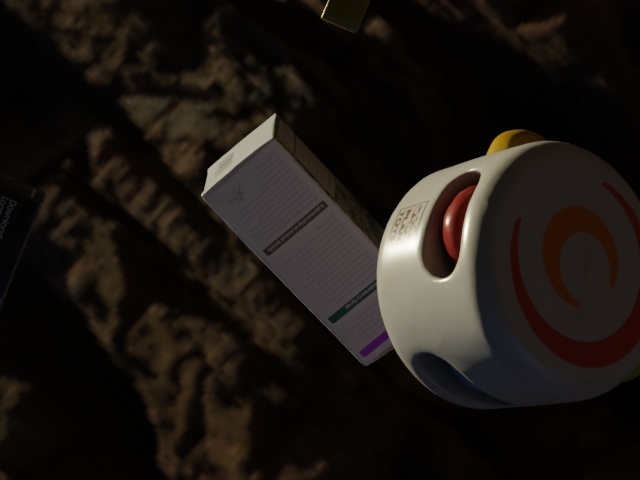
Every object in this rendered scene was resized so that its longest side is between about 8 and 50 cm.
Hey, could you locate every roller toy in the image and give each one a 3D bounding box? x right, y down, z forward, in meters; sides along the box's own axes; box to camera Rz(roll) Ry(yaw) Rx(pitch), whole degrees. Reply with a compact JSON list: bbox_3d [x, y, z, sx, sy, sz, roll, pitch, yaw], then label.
[{"bbox_3d":[0.145,0.027,1.150,0.146,0.191,0.209,-15,94,53],"label":"roller toy"}]

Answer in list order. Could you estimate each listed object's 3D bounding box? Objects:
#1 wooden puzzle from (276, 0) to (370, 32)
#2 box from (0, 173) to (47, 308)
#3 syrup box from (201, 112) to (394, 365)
[{"bbox_3d":[-0.017,-0.141,0.603,0.116,0.078,0.014,33,-179,-4],"label":"wooden puzzle"},{"bbox_3d":[-0.316,-0.018,1.232,0.162,0.116,0.029,24,-155,-7],"label":"box"},{"bbox_3d":[0.000,0.000,1.480,0.237,0.096,0.093,48,-167,-15],"label":"syrup box"}]
